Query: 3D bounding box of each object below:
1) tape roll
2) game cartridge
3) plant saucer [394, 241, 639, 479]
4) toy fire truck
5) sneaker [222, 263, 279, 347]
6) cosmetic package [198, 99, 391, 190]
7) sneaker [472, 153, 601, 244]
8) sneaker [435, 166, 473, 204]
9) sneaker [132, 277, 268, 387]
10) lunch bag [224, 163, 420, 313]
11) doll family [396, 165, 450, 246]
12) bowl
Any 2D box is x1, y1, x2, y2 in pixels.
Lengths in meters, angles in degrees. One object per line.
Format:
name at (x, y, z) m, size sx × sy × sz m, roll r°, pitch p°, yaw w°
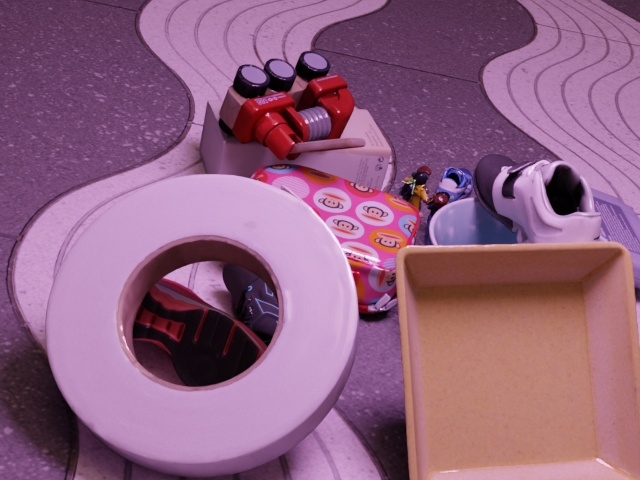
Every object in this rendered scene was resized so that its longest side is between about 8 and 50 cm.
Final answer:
tape roll at (-0.144, 0.098, 1.415) m, size 0.392 × 0.072 × 0.392 m, roll -1°, pitch 64°, yaw 3°
game cartridge at (0.495, -0.017, 2.019) m, size 0.196 × 0.060 × 0.294 m, roll 23°, pitch 25°, yaw -12°
plant saucer at (0.253, 0.173, 1.481) m, size 0.333 × 0.332 × 0.081 m, roll -1°, pitch -8°, yaw -14°
toy fire truck at (-0.014, -0.198, 1.881) m, size 0.217 × 0.158 × 0.246 m, roll -20°, pitch 59°, yaw -41°
sneaker at (-0.075, 0.107, 1.599) m, size 0.106 × 0.101 × 0.267 m, roll -14°, pitch 40°, yaw -34°
cosmetic package at (-0.048, -0.161, 2.029) m, size 0.310 × 0.113 × 0.160 m, roll 1°, pitch 34°, yaw -21°
sneaker at (0.335, -0.071, 1.693) m, size 0.122 × 0.146 × 0.330 m, roll -1°, pitch 32°, yaw -20°
sneaker at (0.255, -0.110, 2.114) m, size 0.053 × 0.059 × 0.144 m, roll 20°, pitch 31°, yaw 15°
sneaker at (-0.172, 0.113, 1.542) m, size 0.314 × 0.116 × 0.136 m, roll 30°, pitch 15°, yaw 14°
lunch bag at (0.000, 0.000, 1.780) m, size 0.293 × 0.120 × 0.258 m, roll 18°, pitch 32°, yaw 6°
doll family at (0.185, -0.061, 1.957) m, size 0.076 × 0.111 × 0.193 m, roll -6°, pitch 37°, yaw -29°
bowl at (0.297, 0.080, 1.725) m, size 0.312 × 0.163 × 0.311 m, roll 10°, pitch 32°, yaw -6°
